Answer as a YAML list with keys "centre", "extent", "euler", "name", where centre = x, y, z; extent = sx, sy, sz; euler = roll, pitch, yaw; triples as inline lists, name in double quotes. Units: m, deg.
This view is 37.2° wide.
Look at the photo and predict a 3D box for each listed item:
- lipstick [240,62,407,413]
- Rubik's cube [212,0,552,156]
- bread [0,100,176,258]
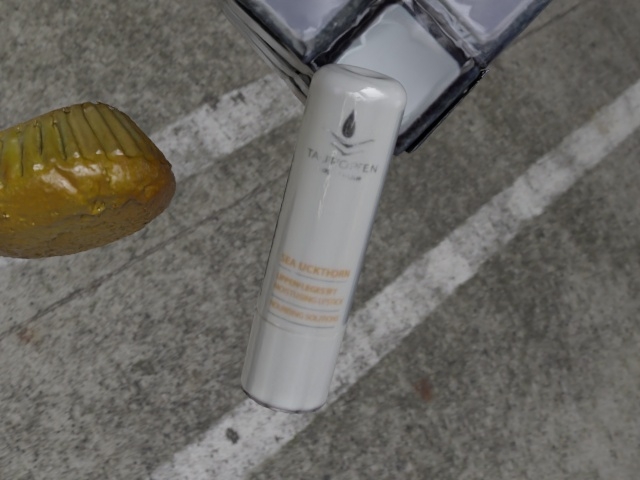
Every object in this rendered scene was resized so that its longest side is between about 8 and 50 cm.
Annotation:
- centre: [0.000, 0.000, 0.388]
  extent: [0.040, 0.040, 0.141]
  euler: [2, 111, -35]
  name: "lipstick"
- centre: [0.051, -0.324, 0.953]
  extent: [0.362, 0.359, 0.363]
  euler: [43, 91, -5]
  name: "Rubik's cube"
- centre: [-0.281, -0.064, 1.075]
  extent: [0.240, 0.240, 0.139]
  euler: [-4, 75, -36]
  name: "bread"
